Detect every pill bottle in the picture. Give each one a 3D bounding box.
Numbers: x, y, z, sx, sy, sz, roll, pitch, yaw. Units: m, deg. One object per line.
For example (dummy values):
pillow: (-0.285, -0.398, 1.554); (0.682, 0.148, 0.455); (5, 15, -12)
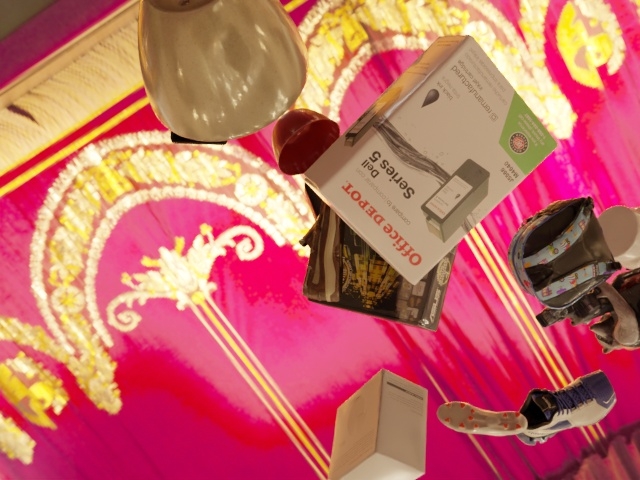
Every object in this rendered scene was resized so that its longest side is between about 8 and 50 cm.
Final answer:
pill bottle: (0.844, 0.004, 1.671); (0.161, 0.283, 0.161); (-38, -134, 53)

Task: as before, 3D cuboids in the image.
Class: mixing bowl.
mixing bowl: (-0.051, -0.258, 1.614); (0.181, 0.098, 0.181); (-28, 152, -16)

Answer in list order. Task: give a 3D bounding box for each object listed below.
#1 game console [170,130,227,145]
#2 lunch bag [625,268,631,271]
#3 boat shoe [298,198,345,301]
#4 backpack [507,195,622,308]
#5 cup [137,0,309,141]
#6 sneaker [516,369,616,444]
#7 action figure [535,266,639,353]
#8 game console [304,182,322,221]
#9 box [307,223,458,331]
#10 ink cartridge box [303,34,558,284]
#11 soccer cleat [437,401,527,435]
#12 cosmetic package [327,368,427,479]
game console: (-0.264, -0.252, 1.441); (0.122, 0.107, 0.071); (1, 167, -6)
lunch bag: (1.095, 0.019, 1.955); (0.305, 0.256, 0.212); (18, -168, 37)
boat shoe: (-0.001, -0.002, 1.372); (0.095, 0.257, 0.095); (0, 164, 10)
backpack: (0.386, 0.028, 1.087); (0.173, 0.158, 0.117); (-30, -171, -21)
cup: (-0.203, -0.388, 1.212); (0.331, 0.237, 0.331); (-5, -121, 8)
sneaker: (0.702, 0.483, 1.899); (0.315, 0.182, 0.127); (-30, -125, 7)
action figure: (0.583, 0.132, 1.188); (0.341, 0.178, 0.330); (-18, 158, -17)
game console: (0.165, -0.056, 1.961); (0.060, 0.386, 0.342); (114, -32, -43)
box: (0.159, -0.016, 1.493); (0.318, 0.097, 0.395); (10, -100, 37)
ink cartridge box: (0.144, -0.107, 0.885); (0.273, 0.198, 0.115); (-45, -160, 3)
soccer cleat: (0.360, 0.406, 1.465); (0.196, 0.076, 0.068); (4, -119, 14)
cosmetic package: (0.137, 0.471, 1.554); (0.224, 0.138, 0.225); (-52, -164, 40)
